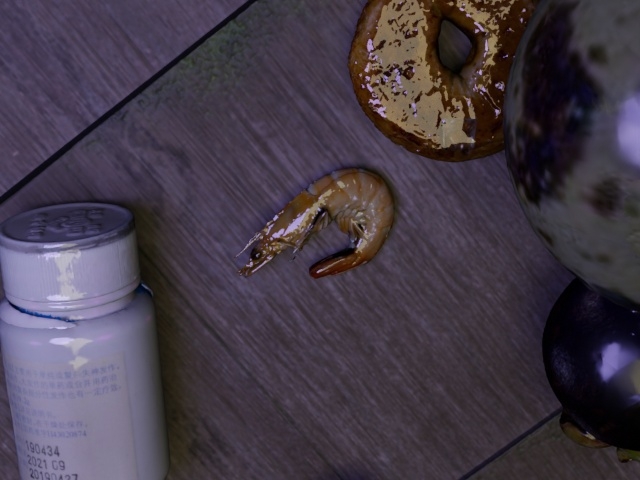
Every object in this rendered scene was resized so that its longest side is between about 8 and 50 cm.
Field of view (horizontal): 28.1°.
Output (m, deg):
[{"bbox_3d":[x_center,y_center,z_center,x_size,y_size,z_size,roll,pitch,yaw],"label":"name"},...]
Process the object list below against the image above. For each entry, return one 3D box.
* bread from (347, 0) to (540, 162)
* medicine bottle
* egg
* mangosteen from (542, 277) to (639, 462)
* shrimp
[{"bbox_3d":[0.120,-0.158,1.136,0.193,0.064,0.193,0,102,-2],"label":"bread"},{"bbox_3d":[-0.215,0.104,1.155,0.143,0.143,0.258,-3,110,-3],"label":"medicine bottle"},{"bbox_3d":[0.351,-0.120,0.996,0.428,0.345,0.345,-31,108,2],"label":"egg"},{"bbox_3d":[0.300,0.118,1.188,0.194,0.194,0.231,-6,138,-2],"label":"mangosteen"},{"bbox_3d":[-0.002,-0.003,1.195,0.162,0.045,0.095,-36,128,3],"label":"shrimp"}]
